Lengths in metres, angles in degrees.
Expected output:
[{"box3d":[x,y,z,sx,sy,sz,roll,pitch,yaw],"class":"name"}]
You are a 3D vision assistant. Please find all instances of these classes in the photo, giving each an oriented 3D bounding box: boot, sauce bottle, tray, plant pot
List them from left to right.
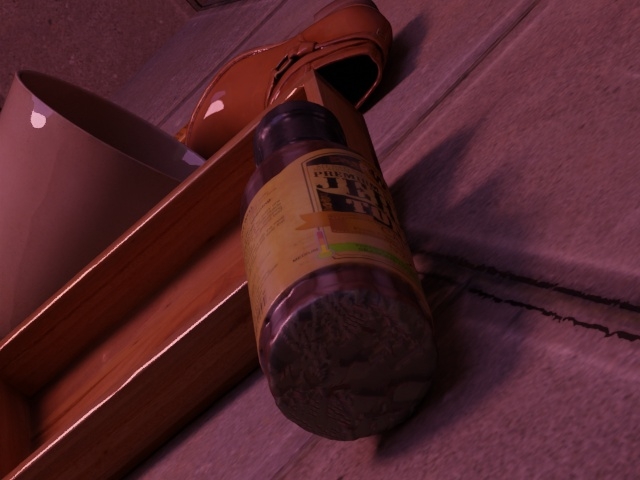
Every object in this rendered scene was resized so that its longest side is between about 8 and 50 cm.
[{"box3d":[-0.266,0.003,1.957,0.274,0.256,0.256,-60,11,10],"class":"plant pot"},{"box3d":[-0.120,0.058,1.541,0.411,0.076,0.203,-41,31,17],"class":"tray"},{"box3d":[-0.036,-0.140,1.996,0.283,0.109,0.220,-33,19,13],"class":"boot"},{"box3d":[0.000,0.000,1.254,0.111,0.111,0.344,-41,26,13],"class":"sauce bottle"}]

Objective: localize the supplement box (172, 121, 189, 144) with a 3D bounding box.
[{"box3d":[-0.180,-0.055,2.170,0.233,0.080,0.078,-47,11,-5],"class":"supplement box"}]
